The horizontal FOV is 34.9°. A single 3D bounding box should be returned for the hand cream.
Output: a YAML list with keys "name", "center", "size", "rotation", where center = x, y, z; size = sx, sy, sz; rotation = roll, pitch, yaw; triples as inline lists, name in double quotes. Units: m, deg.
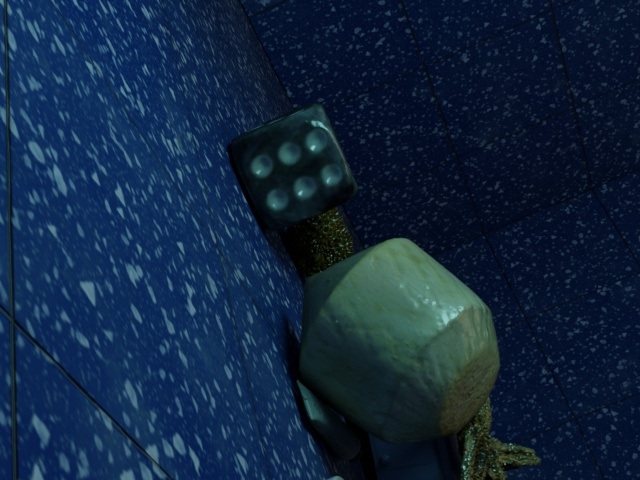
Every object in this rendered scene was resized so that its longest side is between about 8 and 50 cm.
- name: "hand cream"
  center: [0.011, 0.269, 1.469]
  size: [0.194, 0.042, 0.067]
  rotation: [54, 15, -47]

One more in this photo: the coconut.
- name: "coconut"
  center: [0.097, 0.141, 1.510]
  size: [0.329, 0.329, 0.328]
  rotation: [-23, 90, -85]

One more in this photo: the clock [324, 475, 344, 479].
- name: "clock"
  center: [0.023, 0.351, 1.066]
  size: [0.197, 0.068, 0.197]
  rotation: [-23, 90, -84]

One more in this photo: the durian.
- name: "durian"
  center: [0.000, 0.000, 2.006]
  size: [0.168, 0.137, 0.158]
  rotation: [-83, 171, -63]

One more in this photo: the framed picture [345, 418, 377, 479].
- name: "framed picture"
  center: [0.051, 0.282, 1.933]
  size: [0.324, 0.013, 0.244]
  rotation: [-90, 156, -76]

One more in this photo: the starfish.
- name: "starfish"
  center: [0.264, 0.350, 1.675]
  size: [0.312, 0.113, 0.303]
  rotation: [22, 51, -57]

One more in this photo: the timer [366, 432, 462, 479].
- name: "timer"
  center: [0.179, 0.333, 1.891]
  size: [0.395, 0.173, 0.395]
  rotation: [-16, 90, -74]

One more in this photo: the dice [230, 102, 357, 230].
- name: "dice"
  center: [-0.046, -0.131, 1.802]
  size: [0.183, 0.182, 0.181]
  rotation: [-93, 158, -80]
